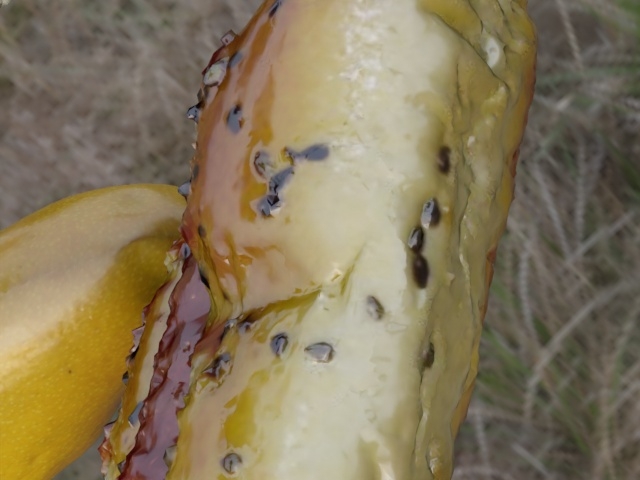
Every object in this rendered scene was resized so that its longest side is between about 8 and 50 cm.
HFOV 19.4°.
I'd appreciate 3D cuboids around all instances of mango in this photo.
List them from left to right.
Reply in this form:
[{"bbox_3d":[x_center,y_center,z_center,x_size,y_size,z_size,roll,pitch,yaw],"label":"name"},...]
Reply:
[{"bbox_3d":[-0.218,0.083,1.297,0.359,0.187,0.144,-44,42,22],"label":"mango"}]

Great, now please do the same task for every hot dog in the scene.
[{"bbox_3d":[0.000,0.000,1.045,0.367,0.196,0.365,153,135,-78],"label":"hot dog"}]

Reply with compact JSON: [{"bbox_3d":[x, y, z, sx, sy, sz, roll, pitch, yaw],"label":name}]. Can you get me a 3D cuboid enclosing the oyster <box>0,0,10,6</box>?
[{"bbox_3d":[-0.294,-0.255,1.395,0.092,0.198,0.259,-1,70,41],"label":"oyster"}]
